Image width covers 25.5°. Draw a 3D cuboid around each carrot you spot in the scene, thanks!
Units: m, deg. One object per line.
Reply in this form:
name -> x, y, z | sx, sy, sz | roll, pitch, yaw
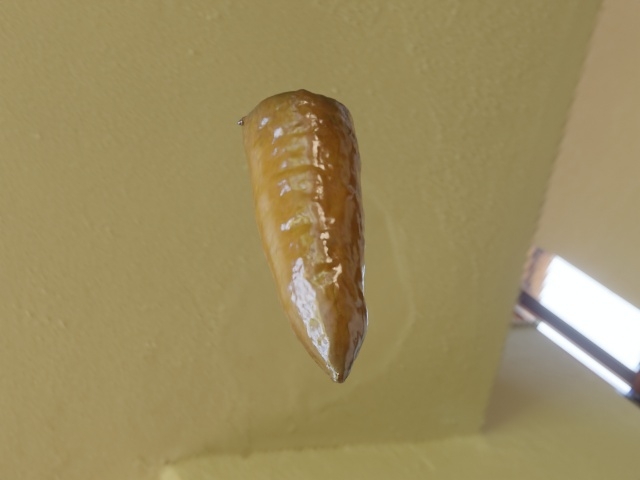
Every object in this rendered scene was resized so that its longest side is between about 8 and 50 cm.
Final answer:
carrot -> 0.000, 0.000, 0.797 | 0.072, 0.205, 0.072 | -6, -43, -6
